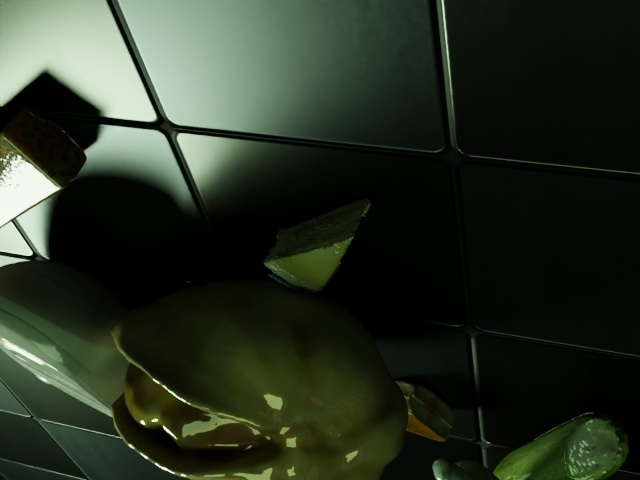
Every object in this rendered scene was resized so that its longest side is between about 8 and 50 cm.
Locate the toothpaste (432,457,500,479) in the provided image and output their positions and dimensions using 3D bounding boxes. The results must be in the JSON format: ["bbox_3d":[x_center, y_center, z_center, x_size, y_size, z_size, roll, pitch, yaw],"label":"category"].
[{"bbox_3d":[0.230,0.332,1.052,0.392,0.061,0.098,44,170,-38],"label":"toothpaste"}]

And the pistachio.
[{"bbox_3d":[-0.067,0.148,0.929,0.321,0.229,0.238,11,-170,28],"label":"pistachio"}]

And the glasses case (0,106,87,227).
[{"bbox_3d":[-0.315,-0.058,0.922,0.075,0.049,0.218,45,140,-22],"label":"glasses case"}]

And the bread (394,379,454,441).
[{"bbox_3d":[0.096,0.182,1.046,0.109,0.043,0.062,16,148,10],"label":"bread"}]

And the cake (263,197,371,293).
[{"bbox_3d":[0.000,0.000,0.831,0.065,0.052,0.121,29,147,-8],"label":"cake"}]

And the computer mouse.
[{"bbox_3d":[-0.283,0.104,1.079,0.184,0.121,0.297,21,161,16],"label":"computer mouse"}]

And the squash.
[{"bbox_3d":[0.255,0.244,1.024,0.069,0.069,0.239,25,147,-7],"label":"squash"}]
